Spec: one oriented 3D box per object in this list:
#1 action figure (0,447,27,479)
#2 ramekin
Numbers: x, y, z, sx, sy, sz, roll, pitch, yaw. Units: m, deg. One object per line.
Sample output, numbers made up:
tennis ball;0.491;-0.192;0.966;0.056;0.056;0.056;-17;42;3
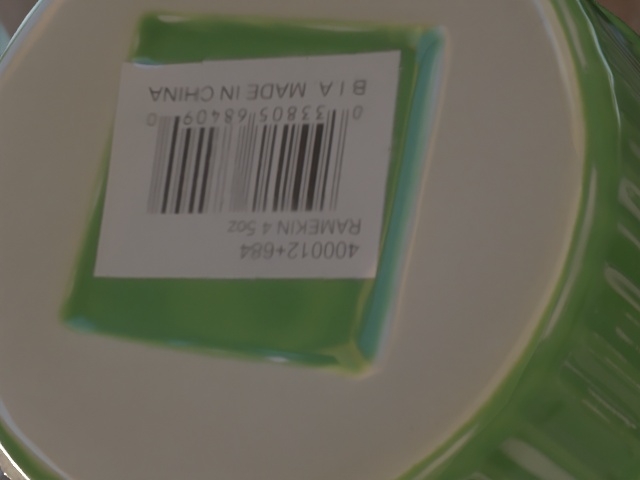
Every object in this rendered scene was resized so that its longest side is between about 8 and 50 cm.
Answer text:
action figure;0.019;0.205;0.985;0.248;0.370;0.275;-43;-46;18
ramekin;0.000;0.000;0.702;0.303;0.303;0.148;-38;-29;8
